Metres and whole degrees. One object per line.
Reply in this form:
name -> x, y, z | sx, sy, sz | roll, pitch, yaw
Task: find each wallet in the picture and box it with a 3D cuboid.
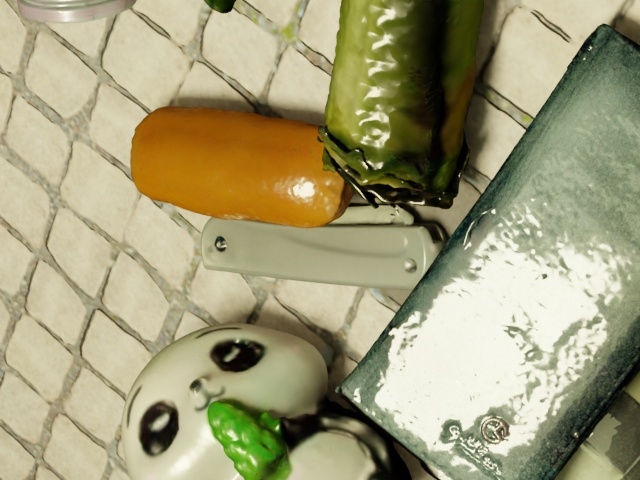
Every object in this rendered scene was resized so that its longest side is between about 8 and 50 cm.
wallet -> 0.184, 0.031, 1.501 | 0.190, 0.046, 0.379 | 39, 108, 14

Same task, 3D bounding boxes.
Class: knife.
knife -> 0.000, 0.003, 1.732 | 0.265, 0.040, 0.073 | 2, 103, 38

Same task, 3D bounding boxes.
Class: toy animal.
toy animal -> -0.055, 0.196, 1.766 | 0.267, 0.212, 0.212 | 44, 133, 1

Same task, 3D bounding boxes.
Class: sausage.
sausage -> -0.072, -0.065, 1.713 | 0.238, 0.098, 0.098 | 9, 119, 33

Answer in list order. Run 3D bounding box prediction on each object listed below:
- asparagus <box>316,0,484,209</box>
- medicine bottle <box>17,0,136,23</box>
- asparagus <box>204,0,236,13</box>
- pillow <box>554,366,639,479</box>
asparagus -> 0.074, -0.200, 1.511 | 0.128, 0.108, 0.382 | 4, 120, -5
medicine bottle -> -0.229, -0.404, 1.645 | 0.108, 0.108, 0.426 | 13, 120, 32
asparagus -> -0.113, -0.331, 1.612 | 0.080, 0.080, 0.287 | 16, 122, 31
pillow -> 0.210, 0.133, 1.587 | 0.250, 0.106, 0.186 | 44, 115, 10
